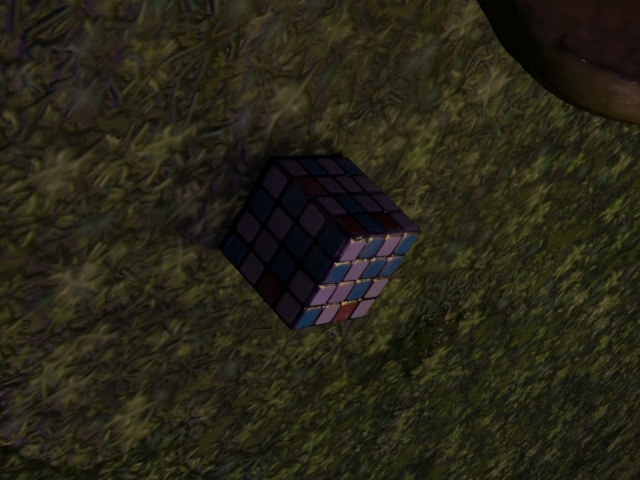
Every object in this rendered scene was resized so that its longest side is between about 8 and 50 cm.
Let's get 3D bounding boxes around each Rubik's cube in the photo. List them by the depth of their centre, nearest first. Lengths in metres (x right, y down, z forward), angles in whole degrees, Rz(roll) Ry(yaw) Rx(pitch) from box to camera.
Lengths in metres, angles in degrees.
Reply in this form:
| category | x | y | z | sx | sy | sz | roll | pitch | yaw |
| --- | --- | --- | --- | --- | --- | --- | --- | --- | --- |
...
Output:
| category | x | y | z | sx | sy | sz | roll | pitch | yaw |
| --- | --- | --- | --- | --- | --- | --- | --- | --- | --- |
| Rubik's cube | 0.000 | 0.000 | 0.920 | 0.092 | 0.092 | 0.092 | -5 | 134 | -51 |

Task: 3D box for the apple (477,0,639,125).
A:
| category | x | y | z | sx | sy | sz | roll | pitch | yaw |
| --- | --- | --- | --- | --- | --- | --- | --- | --- | --- |
| apple | 0.205 | -0.213 | 0.733 | 0.257 | 0.295 | 0.233 | -24 | -170 | 1 |
